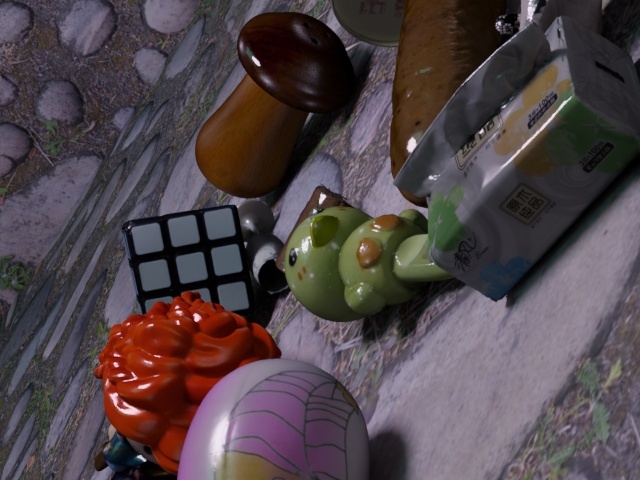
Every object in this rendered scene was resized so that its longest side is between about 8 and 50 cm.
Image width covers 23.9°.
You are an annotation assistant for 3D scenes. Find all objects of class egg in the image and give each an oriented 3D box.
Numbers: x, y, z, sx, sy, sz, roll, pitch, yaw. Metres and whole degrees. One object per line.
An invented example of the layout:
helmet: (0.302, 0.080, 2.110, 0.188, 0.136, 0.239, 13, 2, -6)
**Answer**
egg: (-0.049, 0.243, 1.492, 0.196, 0.196, 0.271, -48, 15, 39)

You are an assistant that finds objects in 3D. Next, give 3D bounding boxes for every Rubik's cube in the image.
Rubik's cube: (-0.189, 0.037, 2.145, 0.160, 0.162, 0.163, -176, 73, -81)

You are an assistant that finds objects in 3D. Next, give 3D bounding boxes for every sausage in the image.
sausage: (0.153, -0.233, 1.749, 0.136, 0.123, 0.501, 73, -162, -44)

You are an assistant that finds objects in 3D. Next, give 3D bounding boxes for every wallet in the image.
wallet: (0.228, -0.280, 1.821, 0.044, 0.011, 0.083, -67, 18, -13)

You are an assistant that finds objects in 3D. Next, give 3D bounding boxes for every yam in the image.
yam: (-0.003, -0.002, 1.944, 0.127, 0.084, 0.084, -58, 17, 2)

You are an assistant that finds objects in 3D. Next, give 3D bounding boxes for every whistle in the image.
whistle: (0.053, 0.013, 1.665, 0.294, 0.141, 0.141, -26, 39, 61)

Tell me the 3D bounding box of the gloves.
gloves: (0.236, -0.207, 1.543, 0.127, 0.111, 0.212, -100, 13, -57)

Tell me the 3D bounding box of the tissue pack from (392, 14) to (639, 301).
tissue pack: (0.180, -0.089, 1.431, 0.229, 0.145, 0.159, -51, 21, 33)

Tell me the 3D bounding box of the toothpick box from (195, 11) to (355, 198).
toothpick box: (-0.073, -0.208, 2.304, 0.294, 0.192, 0.192, -57, 16, 36)

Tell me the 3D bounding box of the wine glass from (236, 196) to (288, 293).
wine glass: (-0.082, 0.011, 2.176, 0.074, 0.074, 0.262, -58, 18, 10)

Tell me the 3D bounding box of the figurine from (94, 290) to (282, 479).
figurine: (-0.192, 0.240, 1.914, 0.306, 0.241, 0.412, -72, 8, -57)

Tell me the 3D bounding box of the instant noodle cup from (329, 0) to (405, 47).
instant noodle cup: (0.094, -0.385, 2.042, 0.235, 0.234, 0.178, -51, 30, 32)
